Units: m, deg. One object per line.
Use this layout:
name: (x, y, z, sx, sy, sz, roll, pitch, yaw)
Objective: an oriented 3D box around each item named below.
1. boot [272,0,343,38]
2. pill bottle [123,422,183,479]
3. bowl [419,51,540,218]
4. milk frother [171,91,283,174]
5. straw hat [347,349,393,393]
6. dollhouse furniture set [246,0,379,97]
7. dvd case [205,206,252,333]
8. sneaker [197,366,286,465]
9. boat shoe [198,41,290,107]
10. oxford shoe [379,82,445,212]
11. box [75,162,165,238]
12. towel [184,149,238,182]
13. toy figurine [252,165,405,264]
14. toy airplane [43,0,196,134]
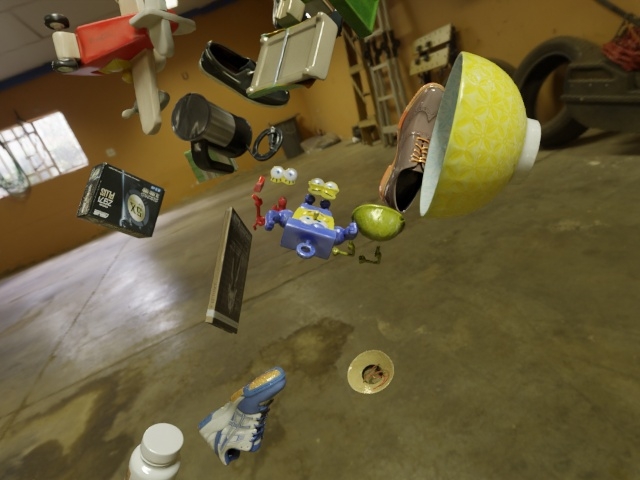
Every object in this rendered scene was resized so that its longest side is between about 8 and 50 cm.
boot: (-0.042, -0.701, 1.359, 0.207, 0.094, 0.246, 4, 38, -14)
pill bottle: (-0.446, 0.612, 1.160, 0.131, 0.229, 0.131, 20, 19, -7)
bowl: (0.285, -0.167, 0.768, 0.156, 0.289, 0.289, 12, 23, 5)
milk frother: (-0.161, -0.196, 0.779, 0.143, 0.129, 0.135, -24, -10, 20)
straw hat: (0.154, 0.391, 1.243, 0.145, 0.061, 0.144, -22, 36, 17)
dollhouse furniture set: (-0.016, -0.429, 0.964, 0.198, 0.151, 0.301, 1, 73, 41)
dvd case: (-0.177, 0.066, 0.866, 0.018, 0.221, 0.164, 3, -18, 6)
sneaker: (-0.157, 0.406, 1.002, 0.296, 0.131, 0.112, -46, -17, 28)
boat shoe: (-0.176, -0.397, 1.054, 0.079, 0.233, 0.083, -36, 36, 53)
oxford shoe: (0.275, -0.245, 1.204, 0.130, 0.363, 0.132, 10, 22, -11)
box: (-0.533, -0.102, 1.171, 0.078, 0.180, 0.147, -4, 68, 40)
towel: (-0.349, -0.256, 1.395, 0.152, 0.113, 0.023, -13, 23, 19)
toy figurine: (0.000, 0.000, 0.957, 0.363, 0.191, 0.217, 19, 31, -4)
toy airplane: (-0.508, -0.545, 1.201, 0.386, 0.384, 0.272, -55, -10, 13)
